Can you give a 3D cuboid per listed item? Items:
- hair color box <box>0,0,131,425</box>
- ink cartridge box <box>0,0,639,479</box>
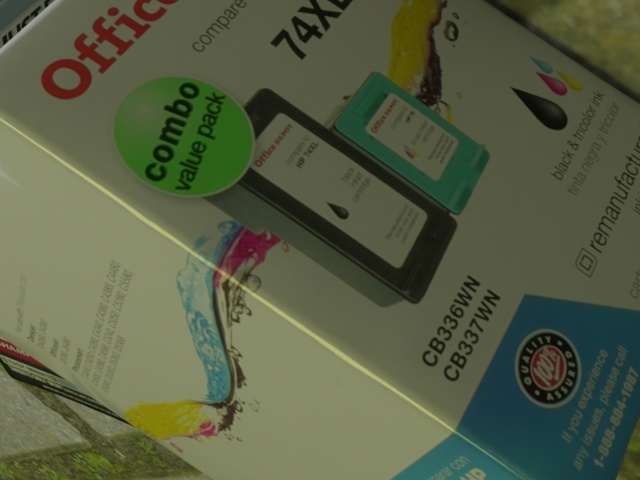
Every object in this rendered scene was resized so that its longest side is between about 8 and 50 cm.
[{"bbox_3d":[-0.200,-0.027,0.663,0.185,0.113,0.374,14,141,27],"label":"hair color box"},{"bbox_3d":[0.000,0.000,0.448,0.270,0.198,0.197,34,147,0],"label":"ink cartridge box"}]
